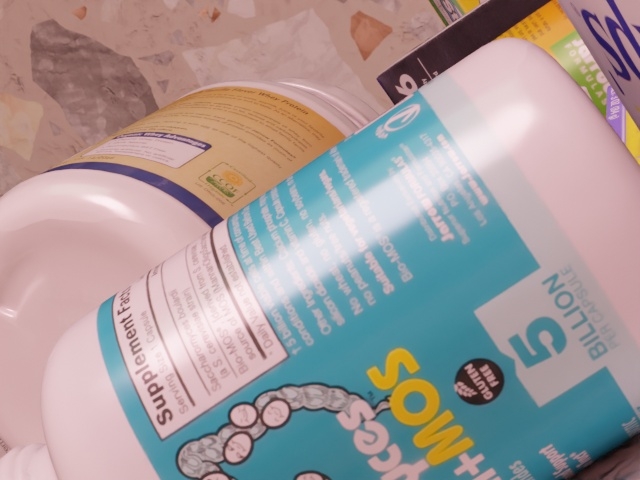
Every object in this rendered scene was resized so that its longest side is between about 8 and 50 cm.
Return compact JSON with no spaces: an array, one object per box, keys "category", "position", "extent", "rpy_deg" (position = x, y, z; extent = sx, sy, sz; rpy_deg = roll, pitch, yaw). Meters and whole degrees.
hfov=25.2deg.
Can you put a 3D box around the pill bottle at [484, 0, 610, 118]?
[{"category":"pill bottle","position":[0.167,-0.087,0.957],"extent":[0.245,0.136,0.136],"rpy_deg":[-34,4,10]}]

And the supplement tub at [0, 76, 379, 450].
[{"category":"supplement tub","position":[-0.075,0.019,0.992],"extent":[0.228,0.228,0.316],"rpy_deg":[-32,5,33]}]

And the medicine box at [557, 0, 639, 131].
[{"category":"medicine box","position":[0.133,-0.132,0.381],"extent":[0.149,0.289,0.263],"rpy_deg":[-34,13,3]}]

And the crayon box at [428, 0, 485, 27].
[{"category":"crayon box","position":[0.252,-0.320,1.447],"extent":[0.313,0.363,0.106],"rpy_deg":[-34,4,-4]}]

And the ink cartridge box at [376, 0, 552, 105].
[{"category":"ink cartridge box","position":[0.156,-0.112,1.167],"extent":[0.065,0.165,0.332],"rpy_deg":[-37,4,-30]}]

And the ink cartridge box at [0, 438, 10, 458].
[{"category":"ink cartridge box","position":[-0.293,0.209,1.068],"extent":[0.086,0.148,0.203],"rpy_deg":[-30,6,26]}]

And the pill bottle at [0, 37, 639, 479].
[{"category":"pill bottle","position":[0.003,0.055,0.521],"extent":[0.264,0.146,0.146],"rpy_deg":[-34,4,6]}]

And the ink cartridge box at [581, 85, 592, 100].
[{"category":"ink cartridge box","position":[0.093,-0.028,0.837],"extent":[0.135,0.056,0.099],"rpy_deg":[-12,-33,-10]}]

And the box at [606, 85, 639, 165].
[{"category":"box","position":[0.206,-0.056,0.593],"extent":[0.179,0.043,0.105],"rpy_deg":[-21,33,27]}]
